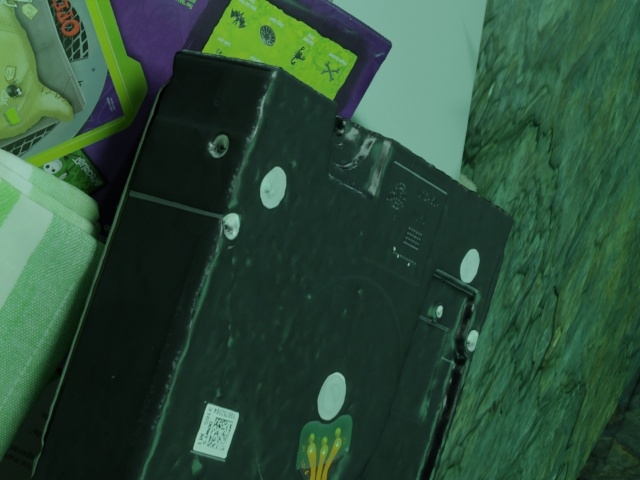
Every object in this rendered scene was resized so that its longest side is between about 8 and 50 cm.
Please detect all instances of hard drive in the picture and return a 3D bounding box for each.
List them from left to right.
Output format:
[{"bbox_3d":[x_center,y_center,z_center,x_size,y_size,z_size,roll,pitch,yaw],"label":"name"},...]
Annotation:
[{"bbox_3d":[-0.034,0.112,0.790,0.237,0.064,0.338,25,80,-55],"label":"hard drive"},{"bbox_3d":[0.024,-0.172,1.073,0.319,0.040,0.210,45,50,-56],"label":"hard drive"}]

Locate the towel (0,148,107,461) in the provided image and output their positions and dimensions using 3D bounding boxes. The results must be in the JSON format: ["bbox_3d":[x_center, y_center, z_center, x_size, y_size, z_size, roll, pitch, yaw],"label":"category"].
[{"bbox_3d":[-0.229,0.035,0.617,0.248,0.038,0.325,-59,142,-5],"label":"towel"}]

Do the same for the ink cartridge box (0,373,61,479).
[{"bbox_3d":[-0.185,0.201,0.860,0.278,0.201,0.117,-60,161,-21],"label":"ink cartridge box"}]

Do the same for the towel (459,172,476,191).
[{"bbox_3d":[0.022,0.052,1.408,0.187,0.049,0.282,25,85,-49],"label":"towel"}]

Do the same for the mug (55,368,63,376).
[{"bbox_3d":[-0.124,0.020,0.970,0.150,0.113,0.169,-57,167,-61],"label":"mug"}]

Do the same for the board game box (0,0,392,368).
[{"bbox_3d":[-0.128,-0.061,0.731,0.347,0.056,0.208,26,91,-50],"label":"board game box"}]
